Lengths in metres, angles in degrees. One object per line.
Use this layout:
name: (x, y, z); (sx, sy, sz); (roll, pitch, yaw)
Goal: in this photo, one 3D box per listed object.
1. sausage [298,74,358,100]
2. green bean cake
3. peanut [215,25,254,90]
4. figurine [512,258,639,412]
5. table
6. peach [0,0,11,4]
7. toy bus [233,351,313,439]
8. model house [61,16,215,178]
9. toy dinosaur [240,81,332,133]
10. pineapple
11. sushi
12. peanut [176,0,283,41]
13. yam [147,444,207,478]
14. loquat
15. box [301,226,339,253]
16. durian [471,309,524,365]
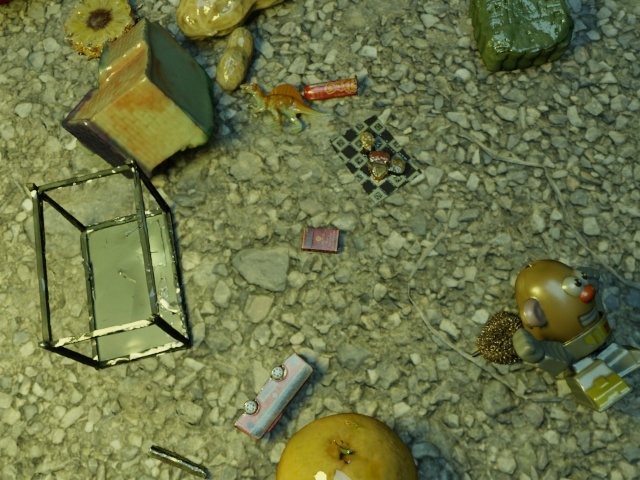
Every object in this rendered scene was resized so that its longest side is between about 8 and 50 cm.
sausage: (0.019, -0.367, 1.544); (0.145, 0.048, 0.050); (-7, 109, 2)
green bean cake: (0.484, -0.530, 1.538); (0.223, 0.125, 0.227); (-11, 76, 0)
peanut: (-0.208, -0.450, 1.565); (0.080, 0.080, 0.174); (12, 73, 7)
figurine: (0.490, 0.167, 1.248); (0.167, 0.342, 0.284); (-37, 82, 26)
table: (-0.422, 0.059, 1.300); (0.222, 0.272, 0.334); (-14, 71, -1)
peach: (-0.856, -0.760, 1.591); (0.373, 0.290, 0.372); (16, 55, -23)
toy bus: (-0.095, 0.319, 1.305); (0.077, 0.065, 0.192); (37, 77, 7)
model house: (-0.427, -0.309, 1.471); (0.280, 0.245, 0.312); (-32, 42, 20)
toy dinosaur: (-0.083, -0.329, 1.535); (0.212, 0.057, 0.142); (-6, 65, -2)
pineapple: (-0.561, -0.562, 1.641); (0.221, 0.047, 0.221); (-1, 70, 3)
sushi: (0.126, -0.202, 1.488); (0.139, 0.031, 0.201); (-34, 73, -8)
peanut: (-0.211, -0.608, 1.589); (0.325, 0.140, 0.153); (-28, 55, -7)
yam: (-0.287, 0.450, 1.291); (0.130, 0.033, 0.027); (22, 47, 6)
loquat: (0.048, 0.448, 1.170); (0.263, 0.263, 0.263); (-1, 71, 3)
box: (0.000, 0.000, 1.430); (0.082, 0.023, 0.051); (5, 70, 5)
durian: (0.375, 0.204, 1.317); (0.140, 0.071, 0.110); (-30, 72, -2)
